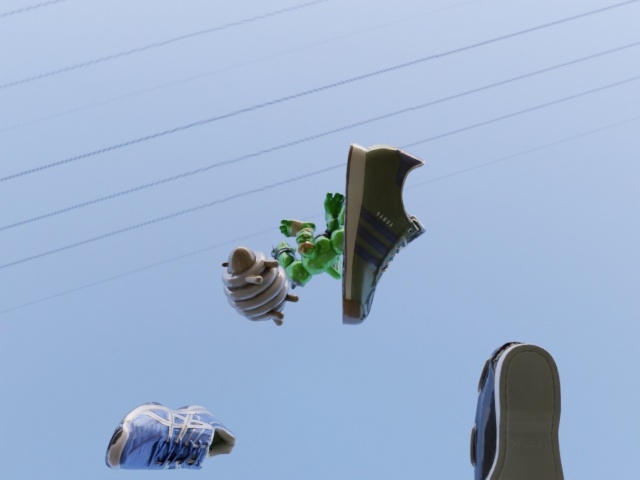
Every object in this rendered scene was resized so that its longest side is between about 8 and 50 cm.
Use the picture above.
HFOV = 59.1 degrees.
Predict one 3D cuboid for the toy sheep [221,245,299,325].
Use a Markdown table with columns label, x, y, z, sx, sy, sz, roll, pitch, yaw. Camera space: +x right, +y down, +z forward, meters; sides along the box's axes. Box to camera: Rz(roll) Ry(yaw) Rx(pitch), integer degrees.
| label | x | y | z | sx | sy | sz | roll | pitch | yaw |
| --- | --- | --- | --- | --- | --- | --- | --- | --- | --- |
| toy sheep | -0.079 | 0.062 | 0.722 | 0.091 | 0.091 | 0.132 | -27 | -64 | -8 |

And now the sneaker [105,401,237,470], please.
| label | x | y | z | sx | sy | sz | roll | pitch | yaw |
| --- | --- | --- | --- | --- | --- | --- | --- | --- | --- |
| sneaker | -0.192 | 0.264 | 0.752 | 0.081 | 0.211 | 0.080 | 16 | -90 | 28 |

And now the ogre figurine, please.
| label | x | y | z | sx | sy | sz | roll | pitch | yaw |
| --- | --- | --- | --- | --- | --- | --- | --- | --- | --- |
| ogre figurine | 0.000 | 0.000 | 0.914 | 0.196 | 0.097 | 0.118 | -22 | -137 | 11 |

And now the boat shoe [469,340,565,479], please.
| label | x | y | z | sx | sy | sz | roll | pitch | yaw |
| --- | --- | --- | --- | --- | --- | --- | --- | --- | --- |
| boat shoe | 0.252 | 0.286 | 0.734 | 0.114 | 0.091 | 0.303 | 13 | -100 | 0 |

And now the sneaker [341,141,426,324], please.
| label | x | y | z | sx | sy | sz | roll | pitch | yaw |
| --- | --- | --- | --- | --- | --- | --- | --- | --- | --- |
| sneaker | 0.066 | -0.003 | 0.582 | 0.086 | 0.064 | 0.192 | 2 | -79 | 2 |
